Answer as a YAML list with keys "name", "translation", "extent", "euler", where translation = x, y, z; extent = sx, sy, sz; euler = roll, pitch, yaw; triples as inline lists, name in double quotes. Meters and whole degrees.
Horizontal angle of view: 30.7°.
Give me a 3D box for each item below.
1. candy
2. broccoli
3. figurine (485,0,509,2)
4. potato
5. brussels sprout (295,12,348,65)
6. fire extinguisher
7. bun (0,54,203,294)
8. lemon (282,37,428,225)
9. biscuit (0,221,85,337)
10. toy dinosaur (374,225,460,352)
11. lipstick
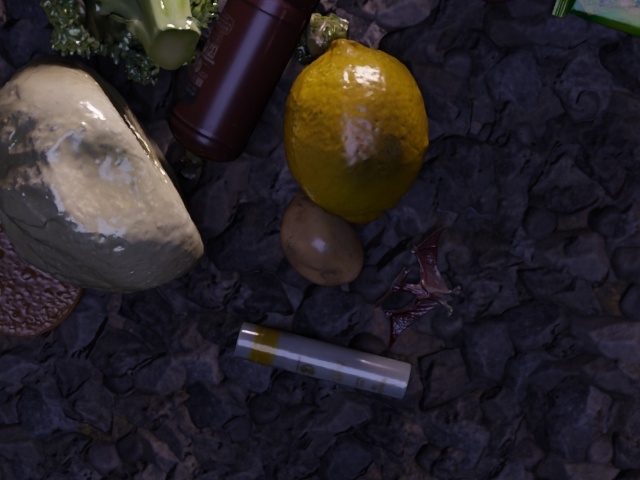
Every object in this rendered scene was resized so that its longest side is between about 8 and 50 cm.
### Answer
- name: "candy"
  translation: [0.420, -0.333, 1.609]
  extent: [0.178, 0.032, 0.102]
  euler: [18, 105, -1]
- name: "broccoli"
  translation: [-0.252, -0.337, 1.537]
  extent: [0.235, 0.288, 0.259]
  euler: [-15, 66, 38]
- name: "figurine"
  translation: [0.256, -0.513, 1.466]
  extent: [0.248, 0.277, 0.388]
  euler: [-35, 110, -17]
- name: "potato"
  translation: [0.002, 0.001, 1.685]
  extent: [0.112, 0.112, 0.147]
  euler: [-36, 106, 11]
- name: "brussels sprout"
  translation: [-0.002, -0.275, 1.642]
  extent: [0.085, 0.058, 0.085]
  euler: [6, 120, 11]
- name: "fire extinguisher"
  translation: [-0.122, -0.219, 1.621]
  extent: [0.114, 0.135, 0.337]
  euler: [27, 104, -9]
- name: "bun"
  translation: [-0.320, -0.066, 1.573]
  extent: [0.227, 0.352, 0.349]
  euler: [-34, 74, 0]
- name: "lemon"
  translation: [0.048, -0.146, 1.594]
  extent: [0.204, 0.204, 0.260]
  euler: [-3, 106, 5]
- name: "biscuit"
  translation: [-0.456, 0.005, 1.746]
  extent: [0.202, 0.044, 0.288]
  euler: [-10, 102, 3]
- name: "toy dinosaur"
  translation: [0.148, 0.077, 1.732]
  extent: [0.108, 0.032, 0.220]
  euler: [19, 107, -4]
- name: "lipstick"
  translation: [0.004, 0.180, 1.753]
  extent: [0.264, 0.059, 0.059]
  euler: [14, 105, 1]
